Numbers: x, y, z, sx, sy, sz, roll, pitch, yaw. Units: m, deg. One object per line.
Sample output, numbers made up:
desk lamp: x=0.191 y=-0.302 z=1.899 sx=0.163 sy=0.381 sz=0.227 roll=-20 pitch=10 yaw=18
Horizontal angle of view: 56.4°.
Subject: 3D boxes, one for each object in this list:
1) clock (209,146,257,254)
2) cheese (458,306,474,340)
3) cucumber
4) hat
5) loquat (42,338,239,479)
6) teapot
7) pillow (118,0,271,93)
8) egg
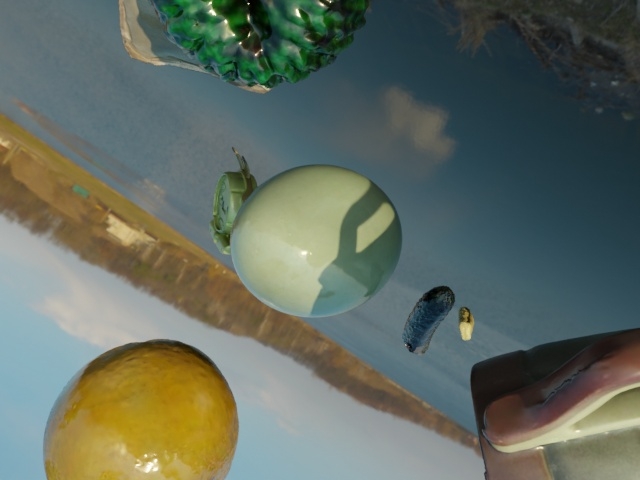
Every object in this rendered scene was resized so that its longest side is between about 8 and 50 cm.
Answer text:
clock: x=-0.198 y=-0.094 z=1.381 sx=0.069 sy=0.231 sz=0.170 roll=5 pitch=-159 yaw=-24
cheese: x=0.285 y=0.162 z=1.166 sx=0.030 sy=0.044 sz=0.083 roll=-5 pitch=-165 yaw=15
cucumber: x=0.198 y=0.146 z=1.122 sx=0.067 sy=0.067 sz=0.245 roll=31 pitch=152 yaw=16
hat: x=-0.042 y=-0.334 z=0.671 sx=0.242 sy=0.274 sz=0.332 roll=26 pitch=-151 yaw=-7
loquat: x=-0.203 y=0.237 z=0.706 sx=0.244 sy=0.243 sz=0.244 roll=32 pitch=172 yaw=5
teapot: x=0.306 y=0.164 z=0.532 sx=0.315 sy=0.312 sz=0.233 roll=50 pitch=-155 yaw=-43
pillow: x=-0.160 y=-0.279 z=0.813 sx=0.233 sy=0.038 sz=0.130 roll=14 pitch=136 yaw=-4
egg: x=0.000 y=0.000 z=1.083 sx=0.276 sy=0.276 sz=0.389 roll=29 pitch=-159 yaw=26
